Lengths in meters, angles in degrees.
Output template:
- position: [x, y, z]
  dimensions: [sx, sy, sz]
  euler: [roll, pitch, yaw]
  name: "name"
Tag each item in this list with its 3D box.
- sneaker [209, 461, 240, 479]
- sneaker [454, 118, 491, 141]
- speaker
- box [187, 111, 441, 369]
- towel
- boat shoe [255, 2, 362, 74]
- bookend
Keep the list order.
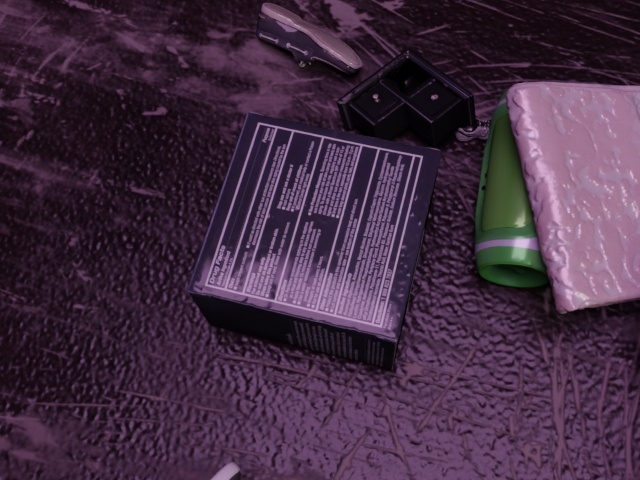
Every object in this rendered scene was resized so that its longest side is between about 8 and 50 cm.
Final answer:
- position: [-0.152, 0.453, 1.084]
  dimensions: [0.147, 0.104, 0.295]
  euler: [29, 80, 12]
  name: "sneaker"
- position: [0.262, -0.183, 1.324]
  dimensions: [0.083, 0.037, 0.031]
  euler: [-13, 67, -3]
  name: "sneaker"
- position: [0.311, -0.084, 1.237]
  dimensions: [0.131, 0.131, 0.296]
  euler: [9, 71, 7]
  name: "speaker"
- position: [0.000, 0.000, 1.195]
  dimensions: [0.294, 0.182, 0.296]
  euler: [13, 69, 8]
  name: "box"
- position: [0.439, -0.075, 1.184]
  dimensions: [0.317, 0.053, 0.331]
  euler: [-5, 76, -22]
  name: "towel"
- position: [-0.023, -0.334, 1.400]
  dimensions: [0.206, 0.075, 0.065]
  euler: [33, 118, 9]
  name: "boat shoe"
- position: [0.137, -0.207, 1.303]
  dimensions: [0.157, 0.072, 0.156]
  euler: [-37, 56, -9]
  name: "bookend"
